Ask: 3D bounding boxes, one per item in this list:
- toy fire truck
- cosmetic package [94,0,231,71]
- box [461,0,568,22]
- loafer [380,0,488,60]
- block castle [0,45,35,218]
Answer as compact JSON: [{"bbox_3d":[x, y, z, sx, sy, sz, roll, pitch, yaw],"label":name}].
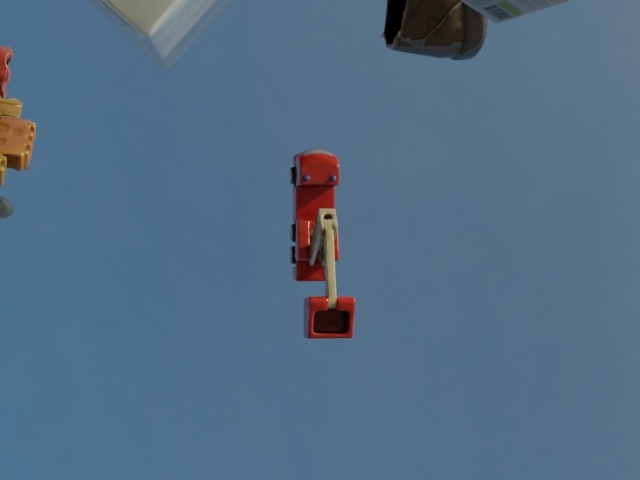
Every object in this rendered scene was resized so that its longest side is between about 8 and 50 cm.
[{"bbox_3d":[0.000,0.000,1.087,0.047,0.135,0.192,0,-88,-10],"label":"toy fire truck"},{"bbox_3d":[-0.148,-0.318,1.068,0.161,0.453,0.230,42,-91,-8],"label":"cosmetic package"},{"bbox_3d":[0.201,-0.354,1.117,0.103,0.114,0.203,-8,-113,48],"label":"box"},{"bbox_3d":[0.107,-0.385,1.232,0.130,0.134,0.365,-13,-80,-13],"label":"loafer"},{"bbox_3d":[-0.485,-0.236,1.429,0.213,0.453,0.303,9,-56,-14],"label":"block castle"}]
